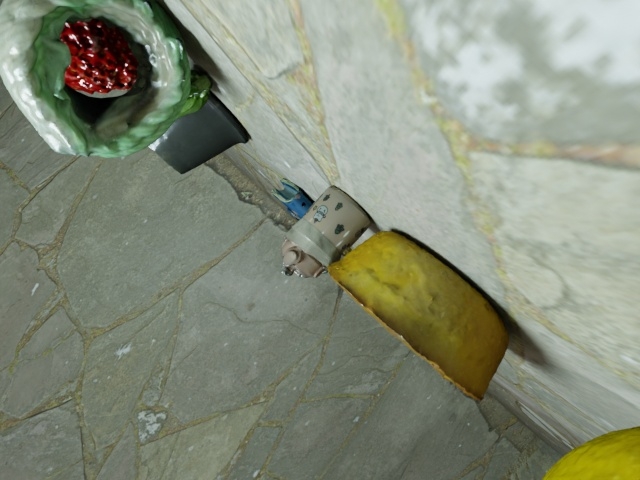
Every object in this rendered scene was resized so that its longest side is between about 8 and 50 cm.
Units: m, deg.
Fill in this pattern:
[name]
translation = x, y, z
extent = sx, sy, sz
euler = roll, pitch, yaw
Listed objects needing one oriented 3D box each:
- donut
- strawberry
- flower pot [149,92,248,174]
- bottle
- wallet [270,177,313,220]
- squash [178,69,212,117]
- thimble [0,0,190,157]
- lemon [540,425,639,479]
[donut]
translation = 0.142, 0.095, 0.595
extent = 0.277, 0.108, 0.277
euler = 41, 178, 2
[strawberry]
translation = -0.358, -0.321, 0.673
extent = 0.202, 0.184, 0.187
euler = 11, -174, -24
[flower pot]
translation = -0.302, -0.251, 0.885
extent = 0.269, 0.166, 0.269
euler = 44, 177, 2
[bottle]
translation = -0.001, -0.001, 0.658
extent = 0.099, 0.152, 0.099
euler = 40, 178, 2
[wallet]
translation = -0.031, -0.065, 1.079
extent = 0.202, 0.059, 0.141
euler = 43, 179, -34
[squash]
translation = -0.263, -0.237, 0.717
extent = 0.219, 0.077, 0.068
euler = -6, 119, 36
[thimble]
translation = -0.280, -0.215, 0.526
extent = 0.150, 0.219, 0.219
euler = 38, 176, 47
[lemon]
translation = 0.226, 0.221, 0.208
extent = 0.228, 0.228, 0.253
euler = 42, 176, -2
